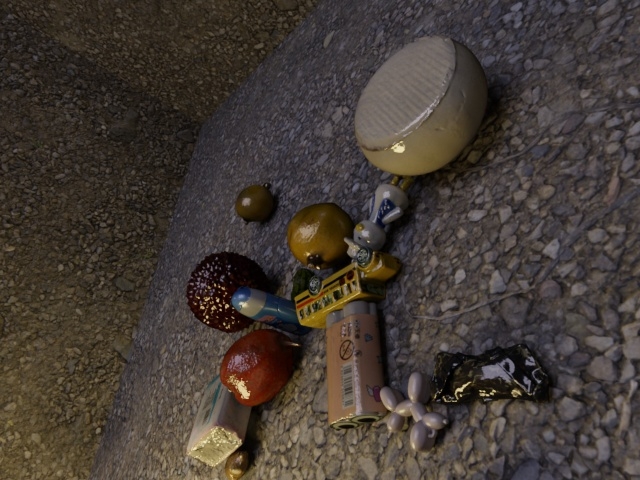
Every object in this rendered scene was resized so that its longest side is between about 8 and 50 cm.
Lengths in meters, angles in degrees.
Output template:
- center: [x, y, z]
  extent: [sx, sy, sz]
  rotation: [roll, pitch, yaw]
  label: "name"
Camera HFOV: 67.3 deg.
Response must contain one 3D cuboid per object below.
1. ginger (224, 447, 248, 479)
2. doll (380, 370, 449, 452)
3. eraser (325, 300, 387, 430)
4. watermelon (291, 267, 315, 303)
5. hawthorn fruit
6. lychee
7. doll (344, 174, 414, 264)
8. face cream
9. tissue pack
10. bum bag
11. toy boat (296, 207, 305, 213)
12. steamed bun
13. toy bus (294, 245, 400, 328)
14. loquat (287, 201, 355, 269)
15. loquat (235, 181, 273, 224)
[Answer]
- center: [-0.262, 0.682, 1.476]
  extent: [0.165, 0.067, 0.096]
  rotation: [166, 120, -69]
  label: "ginger"
- center: [0.200, 0.368, 1.024]
  extent: [0.161, 0.059, 0.160]
  rotation: [-38, 39, 35]
  label: "doll"
- center: [0.080, 0.311, 1.216]
  extent: [0.171, 0.087, 0.290]
  rotation: [-34, 44, 37]
  label: "eraser"
- center: [-0.049, 0.159, 1.575]
  extent: [0.069, 0.087, 0.163]
  rotation: [5, 69, 18]
  label: "watermelon"
- center: [-0.168, 0.368, 1.457]
  extent: [0.262, 0.210, 0.210]
  rotation: [-38, 36, 8]
  label: "hawthorn fruit"
- center: [-0.330, 0.179, 1.732]
  extent: [0.306, 0.306, 0.330]
  rotation: [-58, 28, 9]
  label: "lychee"
- center: [0.161, -0.056, 1.347]
  extent: [0.138, 0.119, 0.293]
  rotation: [34, 97, 50]
  label: "doll"
- center: [-0.148, 0.211, 1.463]
  extent: [0.149, 0.264, 0.083]
  rotation: [-28, 44, 44]
  label: "face cream"
- center: [-0.304, 0.543, 1.529]
  extent: [0.201, 0.124, 0.271]
  rotation: [-49, 16, 28]
  label: "tissue pack"
- center: [0.313, 0.260, 0.927]
  extent: [0.248, 0.069, 0.102]
  rotation: [-17, 46, 40]
  label: "bum bag"
- center: [-0.049, -0.088, 1.743]
  extent: [0.137, 0.060, 0.060]
  rotation: [5, 91, 64]
  label: "toy boat"
- center: [0.274, -0.332, 1.270]
  extent: [0.374, 0.241, 0.374]
  rotation: [-34, 38, 32]
  label: "steamed bun"
- center: [0.072, 0.139, 1.334]
  extent: [0.335, 0.121, 0.123]
  rotation: [-34, 50, 39]
  label: "toy bus"
- center: [0.000, 0.000, 1.455]
  extent: [0.213, 0.213, 0.246]
  rotation: [-35, 25, 38]
  label: "loquat"
- center: [-0.276, -0.163, 2.056]
  extent: [0.204, 0.149, 0.172]
  rotation: [-53, 26, -6]
  label: "loquat"
